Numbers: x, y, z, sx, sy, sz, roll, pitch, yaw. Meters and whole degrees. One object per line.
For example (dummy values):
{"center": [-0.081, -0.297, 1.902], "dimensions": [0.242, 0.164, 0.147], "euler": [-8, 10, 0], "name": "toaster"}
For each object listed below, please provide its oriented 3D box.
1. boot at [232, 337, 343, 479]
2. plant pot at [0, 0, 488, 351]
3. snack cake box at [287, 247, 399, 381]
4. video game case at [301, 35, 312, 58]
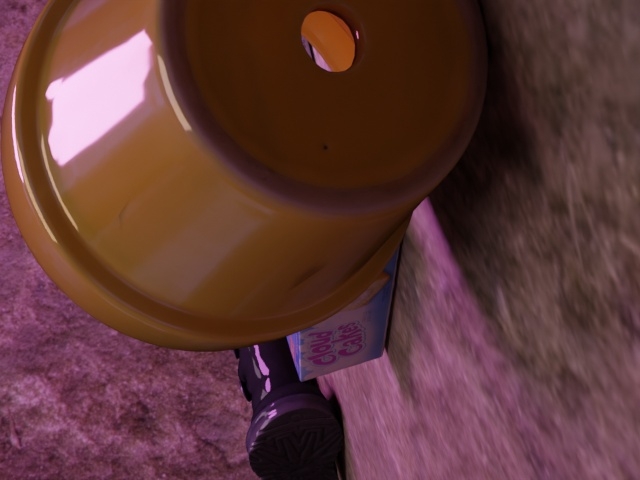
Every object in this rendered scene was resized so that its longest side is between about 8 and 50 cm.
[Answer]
{"center": [-0.085, 0.175, 1.765], "dimensions": [0.367, 0.146, 0.445], "euler": [89, 168, -55], "name": "boot"}
{"center": [-0.035, -0.073, 0.586], "dimensions": [0.239, 0.254, 0.254], "euler": [-23, 82, 66], "name": "plant pot"}
{"center": [0.000, 0.000, 0.945], "dimensions": [0.264, 0.089, 0.152], "euler": [90, 162, -62], "name": "snack cake box"}
{"center": [-0.035, -0.219, 1.030], "dimensions": [0.119, 0.015, 0.166], "euler": [-136, 31, -76], "name": "video game case"}
